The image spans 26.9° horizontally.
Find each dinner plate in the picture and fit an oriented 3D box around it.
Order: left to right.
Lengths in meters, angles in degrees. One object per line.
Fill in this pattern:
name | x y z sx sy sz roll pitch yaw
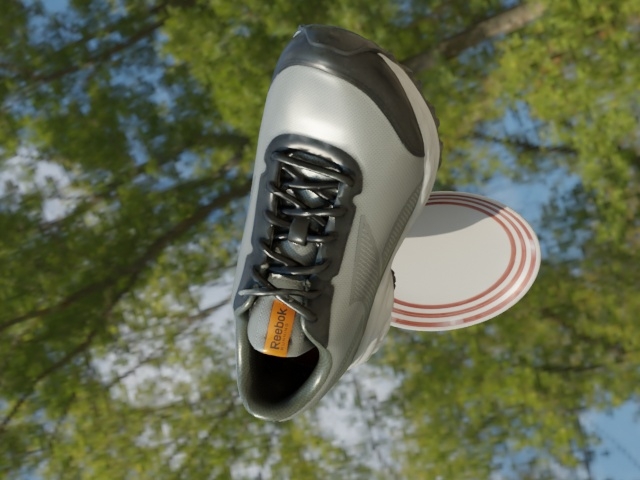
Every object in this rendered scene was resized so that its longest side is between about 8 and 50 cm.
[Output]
dinner plate | 0.081 0.013 0.928 0.141 0.141 0.017 40 -148 -35

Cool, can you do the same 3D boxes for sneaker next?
sneaker | 0.000 0.000 0.774 0.108 0.100 0.271 -52 -24 -45
